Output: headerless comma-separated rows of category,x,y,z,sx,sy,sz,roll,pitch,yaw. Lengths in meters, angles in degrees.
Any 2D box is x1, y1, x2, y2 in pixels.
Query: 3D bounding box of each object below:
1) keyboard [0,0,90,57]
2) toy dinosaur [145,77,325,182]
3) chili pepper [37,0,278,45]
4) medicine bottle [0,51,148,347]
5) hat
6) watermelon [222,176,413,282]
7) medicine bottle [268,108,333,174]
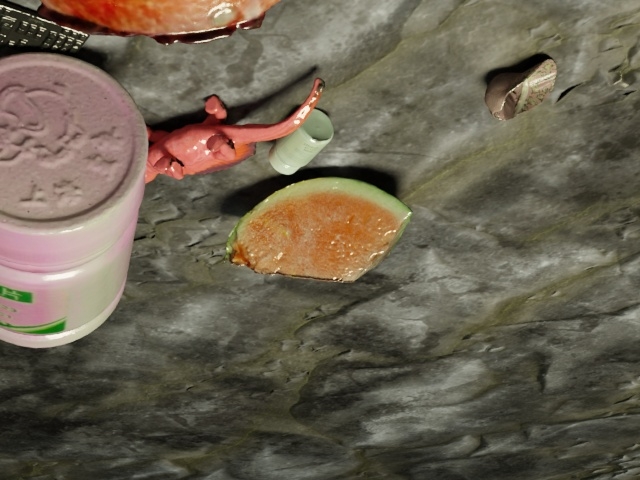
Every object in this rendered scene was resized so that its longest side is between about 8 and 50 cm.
keyboard,-0.329,-0.215,1.047,0.204,0.013,0.061,15,149,-31
toy dinosaur,-0.100,-0.108,1.240,0.286,0.070,0.139,-17,160,19
chili pepper,-0.087,-0.294,0.696,0.251,0.229,0.305,16,152,-1
medicine bottle,-0.304,-0.030,1.184,0.212,0.212,0.325,4,155,-13
hat,0.212,-0.168,1.172,0.087,0.042,0.058,-44,147,3
watermelon,0.004,-0.017,1.390,0.231,0.128,0.146,6,-178,8
medicine bottle,-0.023,-0.112,1.239,0.047,0.047,0.083,12,150,-26
